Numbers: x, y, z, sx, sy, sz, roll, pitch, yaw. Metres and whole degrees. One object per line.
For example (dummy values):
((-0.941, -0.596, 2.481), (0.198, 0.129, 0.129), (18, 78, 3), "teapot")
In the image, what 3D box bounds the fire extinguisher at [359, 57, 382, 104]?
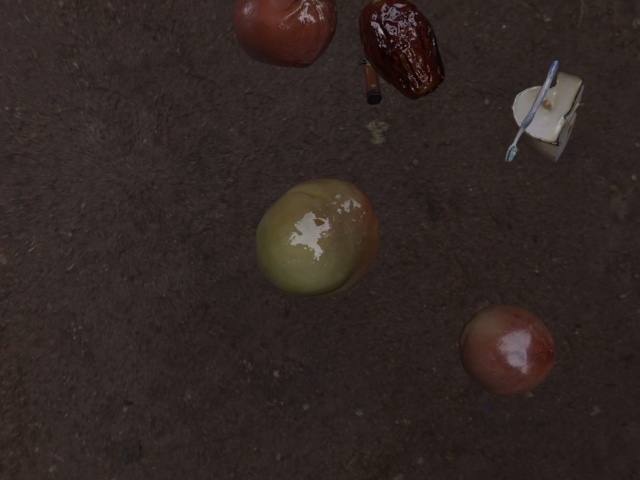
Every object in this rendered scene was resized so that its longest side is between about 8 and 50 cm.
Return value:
((0.159, -0.516, 1.726), (0.062, 0.050, 0.177), (3, 60, -14), "fire extinguisher")

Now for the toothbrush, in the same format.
((0.532, -0.321, 1.361), (0.021, 0.027, 0.269), (10, 117, -20), "toothbrush")

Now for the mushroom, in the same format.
((0.625, -0.339, 1.520), (0.162, 0.173, 0.236), (23, 75, 23), "mushroom")

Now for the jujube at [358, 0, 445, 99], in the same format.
((0.220, -0.526, 1.471), (0.197, 0.197, 0.290), (-38, 103, -11), "jujube")

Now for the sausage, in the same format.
((-0.064, -0.354, 0.881), (0.148, 0.254, 0.148), (-10, 119, -19), "sausage")

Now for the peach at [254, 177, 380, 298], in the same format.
((0.000, 0.000, 1.226), (0.292, 0.247, 0.292), (-12, 137, -12), "peach")

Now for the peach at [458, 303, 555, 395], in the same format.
((0.165, 0.097, 0.480), (0.083, 0.083, 0.083), (-2, 97, -19), "peach")
